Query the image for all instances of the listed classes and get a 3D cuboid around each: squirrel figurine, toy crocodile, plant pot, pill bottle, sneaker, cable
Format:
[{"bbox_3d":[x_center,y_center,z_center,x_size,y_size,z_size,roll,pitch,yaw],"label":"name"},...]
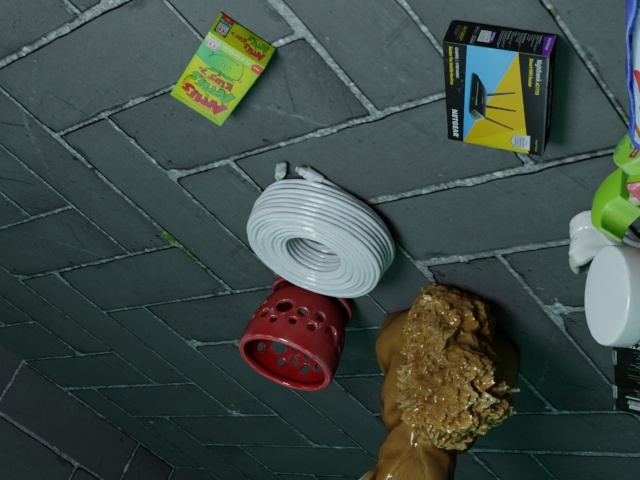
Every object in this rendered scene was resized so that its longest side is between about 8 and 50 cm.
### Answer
[{"bbox_3d":[0.190,0.294,1.683,0.281,0.371,0.397,19,149,9],"label":"squirrel figurine"},{"bbox_3d":[0.466,-0.091,1.157,0.115,0.105,0.340,37,147,-21],"label":"toy crocodile"},{"bbox_3d":[-0.039,0.168,1.842,0.191,0.174,0.191,18,150,11],"label":"plant pot"},{"bbox_3d":[0.504,0.080,1.261,0.278,0.162,0.162,4,151,-9],"label":"pill bottle"},{"bbox_3d":[0.455,0.053,1.377,0.232,0.115,0.090,22,150,4],"label":"sneaker"},{"bbox_3d":[0.000,0.000,1.639,0.257,0.089,0.257,27,149,-4],"label":"cable"}]

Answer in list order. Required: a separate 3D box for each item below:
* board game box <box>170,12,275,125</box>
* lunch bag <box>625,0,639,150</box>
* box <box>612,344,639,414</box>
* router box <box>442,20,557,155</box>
[{"bbox_3d":[-0.146,-0.246,1.407,0.092,0.043,0.181,31,149,-12],"label":"board game box"},{"bbox_3d":[0.474,-0.200,0.863,0.385,0.239,0.328,3,146,20],"label":"lunch bag"},{"bbox_3d":[0.637,0.217,1.543,0.321,0.079,0.257,9,148,24],"label":"box"},{"bbox_3d":[0.227,-0.192,1.226,0.133,0.046,0.179,12,147,19],"label":"router box"}]
